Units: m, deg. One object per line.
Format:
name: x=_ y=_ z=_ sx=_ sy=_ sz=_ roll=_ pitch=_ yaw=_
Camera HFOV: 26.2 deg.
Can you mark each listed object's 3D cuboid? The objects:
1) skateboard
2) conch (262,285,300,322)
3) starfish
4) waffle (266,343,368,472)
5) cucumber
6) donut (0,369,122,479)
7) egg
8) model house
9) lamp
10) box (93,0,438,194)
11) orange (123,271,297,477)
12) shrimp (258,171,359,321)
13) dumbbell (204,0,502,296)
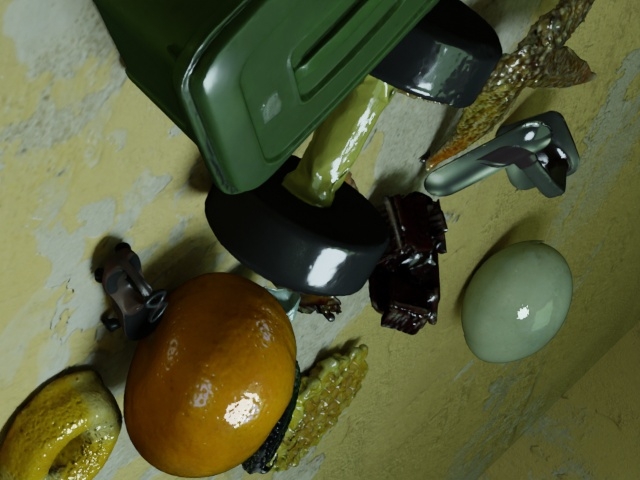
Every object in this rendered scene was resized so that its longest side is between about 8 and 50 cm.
skateboard: x=-0.195 y=0.062 z=1.458 sx=0.067 sy=0.080 sz=0.151 roll=-43 pitch=158 yaw=-19
conch: x=-0.098 y=0.122 z=1.732 sx=0.135 sy=0.102 sz=0.153 roll=15 pitch=93 yaw=-40
starfish: x=0.239 y=-0.242 z=1.812 sx=0.398 sy=0.132 sz=0.384 roll=-44 pitch=163 yaw=-10
waffle: x=-0.001 y=0.270 z=2.234 sx=0.243 sy=0.059 sz=0.238 roll=-55 pitch=160 yaw=8
cucumber: x=-0.068 y=0.251 z=2.056 sx=0.067 sy=0.067 sz=0.245 roll=-30 pitch=151 yaw=-43
donut: x=-0.292 y=0.231 z=1.557 sx=0.162 sy=0.065 sz=0.178 roll=-28 pitch=150 yaw=-46
egg: x=0.362 y=0.116 z=2.540 sx=0.253 sy=0.186 sz=0.186 roll=-61 pitch=158 yaw=12
model house: x=0.128 y=0.030 z=1.932 sx=0.141 sy=0.203 sz=0.164 roll=-11 pitch=177 yaw=-12
lamp: x=0.278 y=-0.106 z=2.065 sx=0.203 sy=0.124 sz=0.283 roll=-18 pitch=-177 yaw=18
box: x=-0.037 y=-0.230 z=1.177 sx=0.329 sy=0.178 sz=0.253 roll=-48 pitch=161 yaw=-14
orange: x=-0.122 y=0.156 z=1.568 sx=0.171 sy=0.240 sz=0.240 roll=22 pitch=111 yaw=-23
shrimp: x=-0.006 y=-0.004 z=1.772 sx=0.178 sy=0.075 sz=0.289 roll=-52 pitch=146 yaw=-6
dumbbell: x=0.030 y=-0.119 z=1.452 sx=0.204 sy=0.204 sz=0.322 roll=-13 pitch=137 yaw=-59
